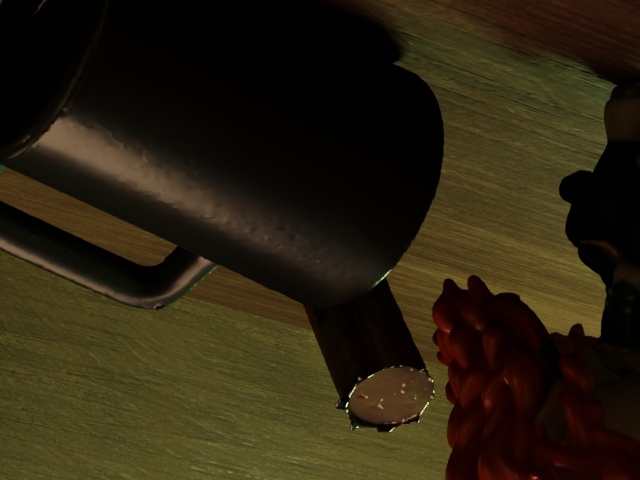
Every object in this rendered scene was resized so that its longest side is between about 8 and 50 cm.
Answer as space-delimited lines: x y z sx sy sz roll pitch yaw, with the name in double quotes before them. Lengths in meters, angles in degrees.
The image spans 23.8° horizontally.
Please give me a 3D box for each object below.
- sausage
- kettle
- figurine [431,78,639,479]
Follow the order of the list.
"sausage" 0.000 0.000 1.294 0.082 0.371 0.082 -12 136 -11
"kettle" -0.105 -0.083 1.151 0.308 0.203 0.262 22 152 -34
"figurine" 0.244 0.080 1.101 0.306 0.412 0.241 41 -169 29
